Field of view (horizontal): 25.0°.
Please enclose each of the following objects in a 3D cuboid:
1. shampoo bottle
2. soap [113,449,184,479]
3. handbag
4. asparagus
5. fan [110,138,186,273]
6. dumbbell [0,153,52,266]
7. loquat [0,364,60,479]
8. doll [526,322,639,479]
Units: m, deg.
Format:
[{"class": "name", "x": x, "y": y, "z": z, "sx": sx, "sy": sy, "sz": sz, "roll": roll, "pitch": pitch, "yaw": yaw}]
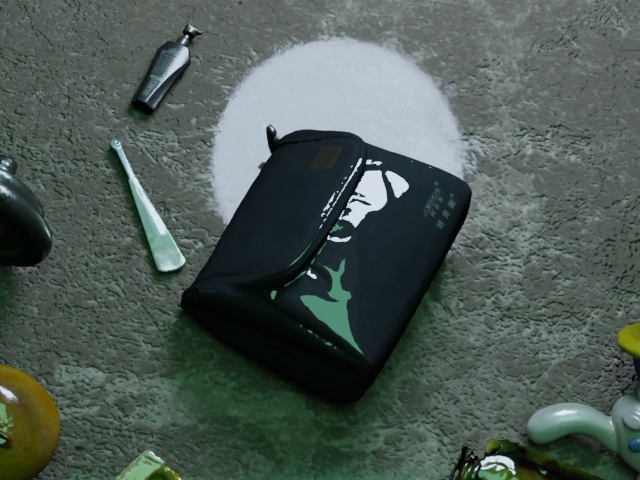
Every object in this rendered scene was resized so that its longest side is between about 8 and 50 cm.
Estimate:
[{"class": "shampoo bottle", "x": -0.197, "y": -0.222, "z": 1.856, "sx": 0.048, "sy": 0.027, "sz": 0.137, "roll": 21, "pitch": 62, "yaw": 12}, {"class": "soap", "x": -0.219, "y": 0.350, "z": 1.540, "sx": 0.135, "sy": 0.076, "sz": 0.233, "roll": 41, "pitch": 66, "yaw": 11}, {"class": "handbag", "x": 0.001, "y": -0.001, "z": 1.693, "sx": 0.275, "sy": 0.178, "sz": 0.302, "roll": 29, "pitch": 63, "yaw": 5}, {"class": "asparagus", "x": 0.324, "y": 0.325, "z": 1.621, "sx": 0.382, "sy": 0.128, "sz": 0.108, "roll": 20, "pitch": 99, "yaw": 0}, {"class": "fan", "x": -0.216, "y": -0.043, "z": 1.771, "sx": 0.038, "sy": 0.016, "sz": 0.193, "roll": -18, "pitch": 69, "yaw": -20}, {"class": "dumbbell", "x": -0.418, "y": 0.023, "z": 1.608, "sx": 0.192, "sy": 0.192, "sz": 0.290, "roll": 23, "pitch": 63, "yaw": 3}, {"class": "loquat", "x": -0.354, "y": 0.200, "z": 1.561, "sx": 0.141, "sy": 0.141, "sz": 0.141, "roll": 4, "pitch": 63, "yaw": -7}, {"class": "doll", "x": 0.399, "y": 0.172, "z": 1.697, "sx": 0.311, "sy": 0.242, "sz": 0.159, "roll": 0, "pitch": 24, "yaw": 8}]
